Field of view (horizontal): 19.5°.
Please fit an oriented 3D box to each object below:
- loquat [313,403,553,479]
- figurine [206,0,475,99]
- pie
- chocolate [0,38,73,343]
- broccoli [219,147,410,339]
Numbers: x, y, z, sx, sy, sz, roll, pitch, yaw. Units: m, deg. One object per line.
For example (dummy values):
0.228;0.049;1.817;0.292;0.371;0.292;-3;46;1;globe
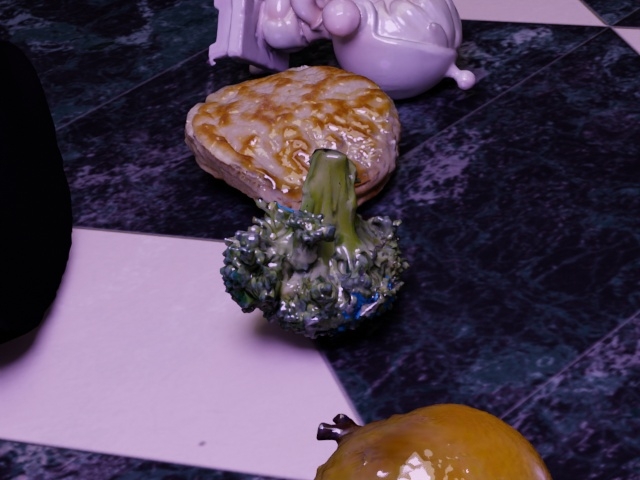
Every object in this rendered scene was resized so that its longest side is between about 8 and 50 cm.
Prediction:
0.079;0.193;1.228;0.172;0.149;0.204;-27;52;-29;loquat
0.030;-0.206;1.847;0.257;0.182;0.144;9;70;19;figurine
-0.022;-0.091;1.735;0.179;0.084;0.205;-32;43;-28;pie
-0.360;-0.023;1.597;0.210;0.225;0.340;-15;31;14;chocolate
0.000;0.000;1.527;0.167;0.160;0.154;6;14;-11;broccoli
